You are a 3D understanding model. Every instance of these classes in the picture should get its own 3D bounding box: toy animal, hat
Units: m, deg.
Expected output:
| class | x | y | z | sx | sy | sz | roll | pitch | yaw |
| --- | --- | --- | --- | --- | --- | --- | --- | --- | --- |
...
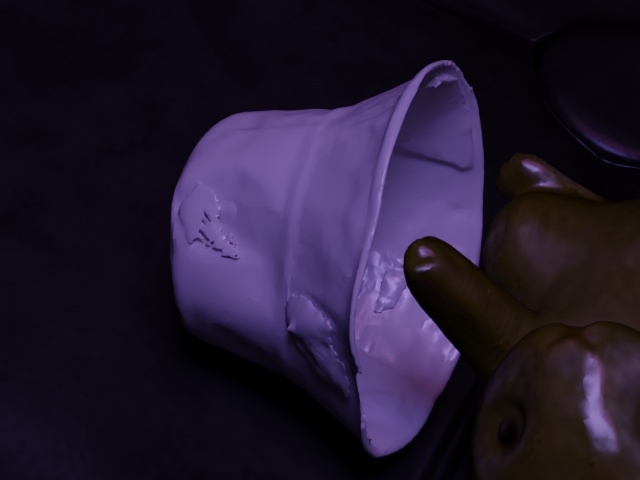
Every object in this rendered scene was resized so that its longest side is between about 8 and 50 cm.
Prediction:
| class | x | y | z | sx | sy | sz | roll | pitch | yaw |
| --- | --- | --- | --- | --- | --- | --- | --- | --- | --- |
| toy animal | 0.138 | 0.077 | 0.770 | 0.181 | 0.180 | 0.363 | -6 | 25 | 24 |
| hat | 0.000 | 0.000 | 0.856 | 0.126 | 0.203 | 0.203 | 10 | 42 | 23 |
